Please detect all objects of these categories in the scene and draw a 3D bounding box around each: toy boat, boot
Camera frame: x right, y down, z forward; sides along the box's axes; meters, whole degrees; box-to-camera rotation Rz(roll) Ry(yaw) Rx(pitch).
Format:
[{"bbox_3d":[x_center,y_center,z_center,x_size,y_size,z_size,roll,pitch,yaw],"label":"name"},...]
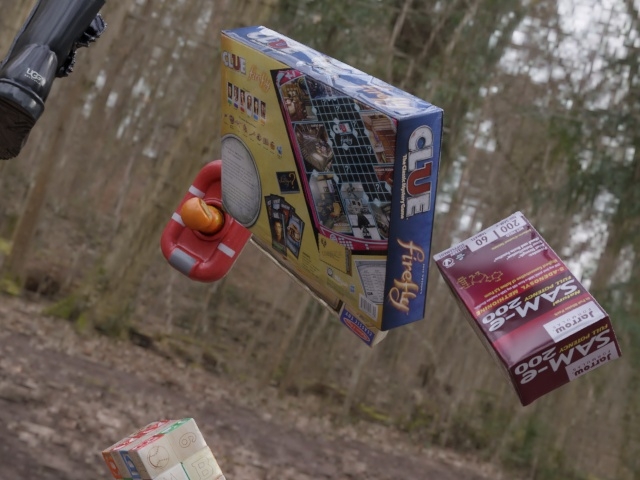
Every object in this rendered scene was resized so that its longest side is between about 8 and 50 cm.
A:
[{"bbox_3d":[-0.208,-0.042,1.982,0.151,0.231,0.151,31,-1,18],"label":"toy boat"},{"bbox_3d":[-0.374,-0.224,1.400,0.094,0.207,0.246,35,-26,-21],"label":"boot"}]

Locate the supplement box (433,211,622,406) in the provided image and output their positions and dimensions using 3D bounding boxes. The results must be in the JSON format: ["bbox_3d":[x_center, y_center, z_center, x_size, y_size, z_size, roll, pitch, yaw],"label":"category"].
[{"bbox_3d":[0.241,0.075,1.292,0.073,0.130,0.239,62,0,-35],"label":"supplement box"}]

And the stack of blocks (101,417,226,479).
[{"bbox_3d":[-0.169,0.392,1.449,0.297,0.087,0.171,63,-29,-2],"label":"stack of blocks"}]

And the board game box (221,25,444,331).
[{"bbox_3d":[-0.002,-0.057,0.839,0.042,0.165,0.243,-14,31,-31],"label":"board game box"}]

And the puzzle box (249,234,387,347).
[{"bbox_3d":[0.000,0.000,2.156,0.409,0.052,0.272,40,-39,20],"label":"puzzle box"}]
